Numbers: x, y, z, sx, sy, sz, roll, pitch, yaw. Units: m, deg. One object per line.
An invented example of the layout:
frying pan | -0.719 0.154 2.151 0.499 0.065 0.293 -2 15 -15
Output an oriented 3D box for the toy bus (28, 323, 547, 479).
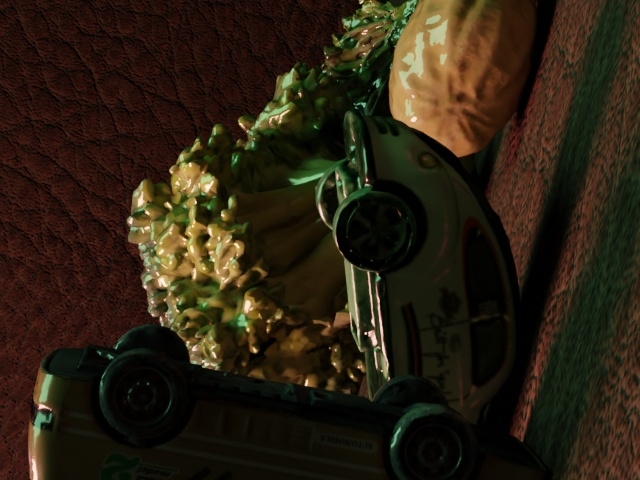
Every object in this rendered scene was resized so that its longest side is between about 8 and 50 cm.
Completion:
toy bus | -0.028 0.148 1.118 0.139 0.290 0.157 -140 61 -84

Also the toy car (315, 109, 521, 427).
toy car | 0.070 0.062 1.282 0.136 0.125 0.305 -115 17 -78

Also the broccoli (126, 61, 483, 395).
broccoli | -0.014 0.004 1.737 0.317 0.277 0.338 -40 -5 -3

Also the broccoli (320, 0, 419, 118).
broccoli | 0.117 -0.223 1.850 0.304 0.165 0.145 -59 5 39

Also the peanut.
peanut | 0.127 -0.199 1.565 0.125 0.111 0.274 124 160 -69
